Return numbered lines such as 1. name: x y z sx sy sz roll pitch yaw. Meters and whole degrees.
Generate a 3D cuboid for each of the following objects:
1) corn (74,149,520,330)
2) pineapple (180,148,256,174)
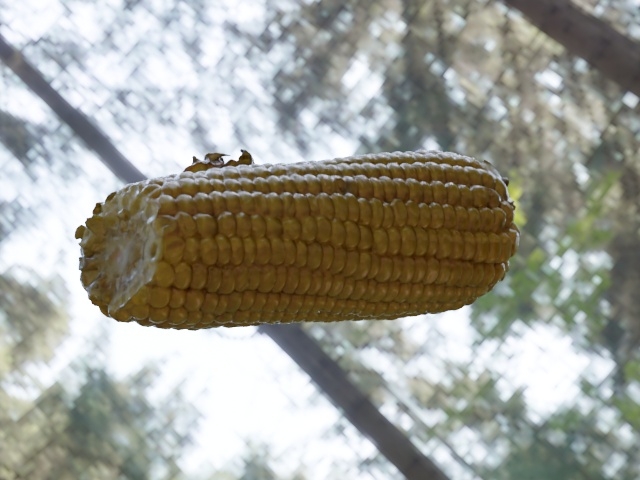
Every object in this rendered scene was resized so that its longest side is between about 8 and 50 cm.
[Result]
1. corn: 0.000 0.000 1.348 0.387 0.144 0.144 -4 -54 -36
2. pineapple: -0.075 -0.011 1.527 0.069 0.116 0.137 -17 -46 2
